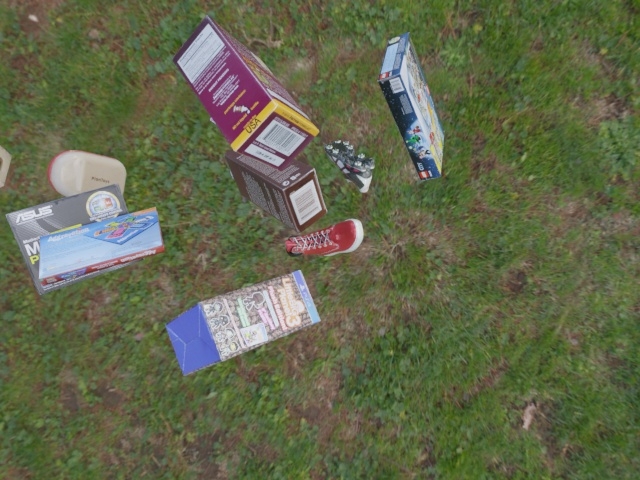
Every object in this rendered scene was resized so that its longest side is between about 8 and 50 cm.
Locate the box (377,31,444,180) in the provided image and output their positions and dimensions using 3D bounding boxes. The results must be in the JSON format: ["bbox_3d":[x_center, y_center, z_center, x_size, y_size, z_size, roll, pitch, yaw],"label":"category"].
[{"bbox_3d":[0.182,-0.254,0.973,0.044,0.159,0.233,-11,131,27],"label":"box"}]

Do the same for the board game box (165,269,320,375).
[{"bbox_3d":[-0.194,0.205,1.261,0.232,0.291,0.141,-31,78,48],"label":"board game box"}]

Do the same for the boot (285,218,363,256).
[{"bbox_3d":[0.000,0.000,1.476,0.176,0.244,0.088,-2,76,-31],"label":"boot"}]

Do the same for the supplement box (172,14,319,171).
[{"bbox_3d":[-0.101,-0.193,0.672,0.081,0.104,0.188,-43,64,16],"label":"supplement box"}]

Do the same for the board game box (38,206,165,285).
[{"bbox_3d":[-0.527,0.009,1.219,0.282,0.027,0.145,-16,50,-11],"label":"board game box"}]

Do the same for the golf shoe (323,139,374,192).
[{"bbox_3d":[0.091,-0.271,1.800,0.105,0.273,0.120,-17,128,-19],"label":"golf shoe"}]

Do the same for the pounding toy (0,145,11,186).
[{"bbox_3d":[-0.971,-0.158,1.380,0.206,0.094,0.181,-21,52,8],"label":"pounding toy"}]

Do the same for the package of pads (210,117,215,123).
[{"bbox_3d":[-0.283,-0.373,1.500,0.050,0.032,0.083,40,84,-16],"label":"package of pads"}]

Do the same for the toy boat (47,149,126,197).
[{"bbox_3d":[-0.744,-0.201,1.594,0.151,0.231,0.150,11,91,35],"label":"toy boat"}]

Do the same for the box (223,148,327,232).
[{"bbox_3d":[-0.159,-0.197,1.740,0.143,0.191,0.381,-38,45,-22],"label":"box"}]

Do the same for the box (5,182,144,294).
[{"bbox_3d":[-0.625,-0.008,1.311,0.270,0.060,0.216,-21,103,-24],"label":"box"}]
